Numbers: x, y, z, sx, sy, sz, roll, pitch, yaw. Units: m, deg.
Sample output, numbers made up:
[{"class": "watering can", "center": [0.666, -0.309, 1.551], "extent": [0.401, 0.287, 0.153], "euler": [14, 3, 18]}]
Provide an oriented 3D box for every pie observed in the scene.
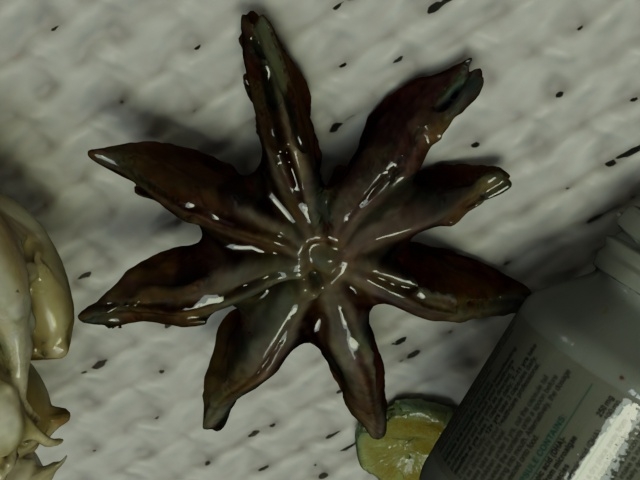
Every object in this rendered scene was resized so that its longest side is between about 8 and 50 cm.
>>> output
[{"class": "pie", "center": [0.063, 0.140, 0.934], "extent": [0.084, 0.020, 0.084], "euler": [4, 128, 4]}]

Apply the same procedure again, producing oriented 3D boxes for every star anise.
[{"class": "star anise", "center": [0.001, 0.000, 0.789], "extent": [0.288, 0.088, 0.288], "euler": [-3, 119, -5]}]

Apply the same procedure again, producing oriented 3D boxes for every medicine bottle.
[{"class": "medicine bottle", "center": [0.161, 0.093, 0.794], "extent": [0.135, 0.135, 0.215], "euler": [27, 100, -16]}]

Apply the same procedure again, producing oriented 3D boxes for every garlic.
[{"class": "garlic", "center": [-0.237, 0.078, 0.781], "extent": [0.203, 0.185, 0.281], "euler": [32, 122, 19]}]
